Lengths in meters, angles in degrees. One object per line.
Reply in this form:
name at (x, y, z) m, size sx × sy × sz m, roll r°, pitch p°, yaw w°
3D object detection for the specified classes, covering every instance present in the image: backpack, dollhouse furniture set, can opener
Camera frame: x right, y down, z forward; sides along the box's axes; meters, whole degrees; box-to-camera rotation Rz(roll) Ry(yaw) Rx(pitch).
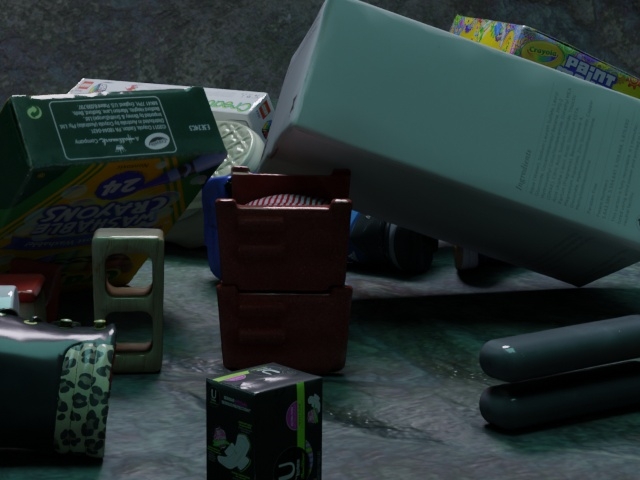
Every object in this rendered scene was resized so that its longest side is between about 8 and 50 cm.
backpack at (-0.077, -0.012, 1.618) m, size 0.098 × 0.120 × 0.101 m, roll -8°, pitch 4°, yaw -29°
dollhouse furniture set at (-0.156, 0.021, 1.346) m, size 0.374 × 0.152 × 0.201 m, roll 0°, pitch 11°, yaw -2°
can opener at (0.261, 0.099, 1.178) m, size 0.283 × 0.076 × 0.095 m, roll -7°, pitch 13°, yaw -30°

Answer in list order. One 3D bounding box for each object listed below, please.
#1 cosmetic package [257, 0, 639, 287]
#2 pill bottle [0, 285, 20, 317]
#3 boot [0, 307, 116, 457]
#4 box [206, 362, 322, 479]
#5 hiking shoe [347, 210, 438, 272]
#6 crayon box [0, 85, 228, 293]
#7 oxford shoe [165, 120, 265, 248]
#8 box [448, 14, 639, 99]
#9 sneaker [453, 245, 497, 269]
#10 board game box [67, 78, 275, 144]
cosmetic package at (0.146, -0.093, 1.516) m, size 0.385 × 0.156 × 0.217 m, roll 20°, pitch -15°, yaw -9°
pill bottle at (-0.336, 0.074, 1.195) m, size 0.184 × 0.103 × 0.103 m, roll -1°, pitch 11°, yaw -6°
boot at (-0.239, 0.060, 1.101) m, size 0.178 × 0.085 × 0.236 m, roll 3°, pitch 54°, yaw -7°
box at (-0.037, 0.129, 0.981) m, size 0.062 × 0.083 × 0.052 m, roll -10°, pitch 15°, yaw -42°
hiking shoe at (0.091, -0.085, 1.772) m, size 0.132 × 0.113 × 0.304 m, roll 0°, pitch 38°, yaw 23°
crayon box at (-0.252, -0.028, 1.486) m, size 0.203 × 0.083 × 0.323 m, roll -7°, pitch -24°, yaw -33°
oxford shoe at (-0.244, -0.061, 1.867) m, size 0.449 × 0.130 × 0.169 m, roll 1°, pitch 52°, yaw 31°
box at (0.315, -0.165, 2.018) m, size 0.290 × 0.177 × 0.279 m, roll 22°, pitch 5°, yaw -16°
sneaker at (0.239, -0.024, 1.747) m, size 0.153 × 0.099 × 0.282 m, roll 1°, pitch 8°, yaw 12°
board game box at (-0.172, -0.111, 1.934) m, size 0.305 × 0.193 × 0.053 m, roll 8°, pitch 44°, yaw 34°
